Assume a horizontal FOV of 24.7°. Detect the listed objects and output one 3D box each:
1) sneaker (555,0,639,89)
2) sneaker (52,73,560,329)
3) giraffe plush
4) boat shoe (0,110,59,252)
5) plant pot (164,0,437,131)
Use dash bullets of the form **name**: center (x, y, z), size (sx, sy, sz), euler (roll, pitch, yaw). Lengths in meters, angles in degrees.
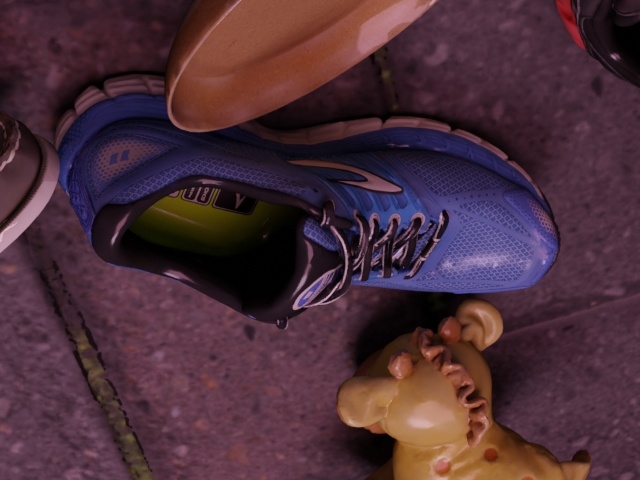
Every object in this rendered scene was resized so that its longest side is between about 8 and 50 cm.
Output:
- **sneaker**: center (0.171, -0.194, 0.798), size (0.098, 0.135, 0.276), euler (-17, 129, 3)
- **sneaker**: center (0.000, 0.000, 0.905), size (0.330, 0.147, 0.129), euler (7, 126, -19)
- **giraffe plush**: center (0.080, 0.141, 1.038), size (0.210, 0.181, 0.170), euler (-15, 110, 37)
- **boat shoe**: center (-0.301, -0.008, 0.839), size (0.305, 0.109, 0.091), euler (-20, 135, 8)
- **plant pot**: center (0.009, -0.141, 0.788), size (0.236, 0.032, 0.236), euler (-34, 171, -6)
